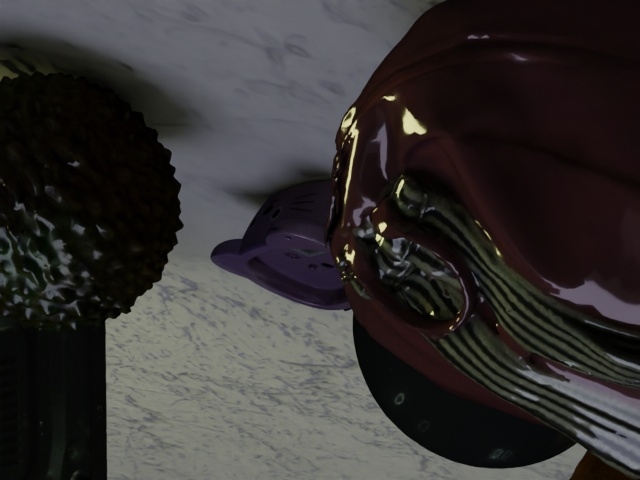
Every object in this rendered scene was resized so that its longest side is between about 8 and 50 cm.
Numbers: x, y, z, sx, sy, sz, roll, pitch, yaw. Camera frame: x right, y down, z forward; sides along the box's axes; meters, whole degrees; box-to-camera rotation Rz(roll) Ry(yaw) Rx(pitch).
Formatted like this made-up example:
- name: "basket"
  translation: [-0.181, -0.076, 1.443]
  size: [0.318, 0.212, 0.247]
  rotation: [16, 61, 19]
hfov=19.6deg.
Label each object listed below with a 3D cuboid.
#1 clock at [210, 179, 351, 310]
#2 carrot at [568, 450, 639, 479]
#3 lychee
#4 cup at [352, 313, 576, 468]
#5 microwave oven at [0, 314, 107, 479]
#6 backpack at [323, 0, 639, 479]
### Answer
- name: "clock"
  translation: [0.000, 0.000, 1.240]
  size: [0.110, 0.050, 0.152]
  rotation: [22, 161, -23]
- name: "carrot"
  translation: [0.192, 0.090, 1.006]
  size: [0.059, 0.248, 0.059]
  rotation: [28, 151, 17]
- name: "lychee"
  translation: [-0.168, -0.027, 1.132]
  size: [0.171, 0.171, 0.171]
  rotation: [14, 163, 4]
- name: "cup"
  translation: [0.135, 0.028, 1.082]
  size: [0.223, 0.169, 0.176]
  rotation: [-17, 161, -15]
- name: "microwave oven"
  translation: [-0.317, 0.100, 1.257]
  size: [0.218, 0.286, 0.355]
  rotation: [2, -174, 31]
- name: "backpack"
  translation: [0.158, 0.003, 0.856]
  size: [0.317, 0.197, 0.283]
  rotation: [12, 147, -2]
